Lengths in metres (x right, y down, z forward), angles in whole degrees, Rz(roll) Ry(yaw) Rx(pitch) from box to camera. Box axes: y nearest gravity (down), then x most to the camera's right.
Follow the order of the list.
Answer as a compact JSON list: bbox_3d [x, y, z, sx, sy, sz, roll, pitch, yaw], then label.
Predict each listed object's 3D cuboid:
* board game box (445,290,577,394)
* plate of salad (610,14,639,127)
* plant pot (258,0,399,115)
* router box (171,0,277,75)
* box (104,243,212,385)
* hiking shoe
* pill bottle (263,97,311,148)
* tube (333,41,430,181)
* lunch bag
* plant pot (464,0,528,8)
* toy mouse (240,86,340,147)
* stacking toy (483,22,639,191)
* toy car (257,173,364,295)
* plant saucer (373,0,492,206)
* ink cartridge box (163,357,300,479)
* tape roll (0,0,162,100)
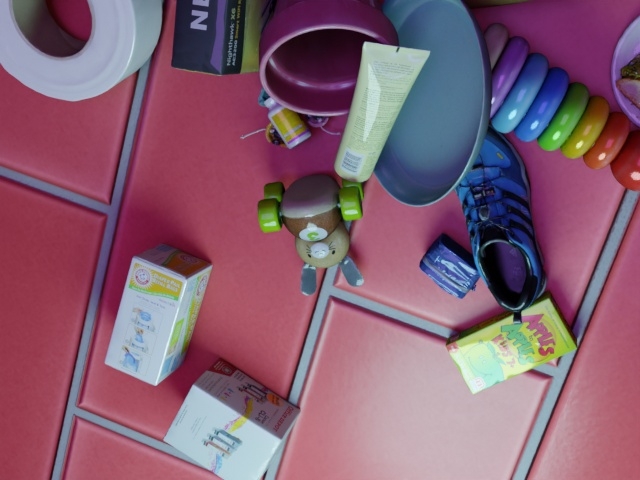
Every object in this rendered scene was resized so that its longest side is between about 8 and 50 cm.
[{"bbox_3d":[0.300,0.161,1.422,0.181,0.043,0.092,-28,94,20],"label":"board game box"},{"bbox_3d":[0.512,-0.240,1.264,0.200,0.048,0.199,4,103,15],"label":"plate of salad"},{"bbox_3d":[0.011,-0.308,1.299,0.201,0.201,0.180,-11,59,18],"label":"plant pot"},{"bbox_3d":[-0.111,-0.398,1.293,0.081,0.243,0.308,12,107,17],"label":"router box"},{"bbox_3d":[-0.274,0.122,1.533,0.103,0.114,0.203,22,108,11],"label":"box"},{"bbox_3d":[0.265,-0.038,1.336,0.113,0.132,0.304,-21,97,19],"label":"hiking shoe"},{"bbox_3d":[-0.053,-0.187,1.400,0.043,0.043,0.083,-31,94,20],"label":"pill bottle"},{"bbox_3d":[0.077,-0.184,1.286,0.062,0.070,0.240,42,143,19],"label":"tube"},{"bbox_3d":[0.205,0.045,1.408,0.098,0.067,0.065,38,110,3],"label":"lunch bag"},{"bbox_3d":[0.287,-0.417,1.206,0.254,0.237,0.237,-23,97,33],"label":"plant pot"},{"bbox_3d":[-0.038,-0.218,1.430,0.161,0.031,0.143,13,107,12],"label":"toy mouse"},{"bbox_3d":[0.354,-0.175,1.285,0.330,0.141,0.141,29,109,3],"label":"stacking toy"},{"bbox_3d":[0.000,0.000,1.424,0.155,0.149,0.188,-8,112,8],"label":"toy car"},{"bbox_3d":[0.148,-0.207,1.281,0.044,0.318,0.317,-5,106,-27],"label":"plant saucer"},{"bbox_3d":[-0.147,0.314,1.538,0.176,0.128,0.127,32,109,5],"label":"ink cartridge box"},{"bbox_3d":[-0.397,-0.370,1.422,0.286,0.100,0.286,8,119,15],"label":"tape roll"}]
